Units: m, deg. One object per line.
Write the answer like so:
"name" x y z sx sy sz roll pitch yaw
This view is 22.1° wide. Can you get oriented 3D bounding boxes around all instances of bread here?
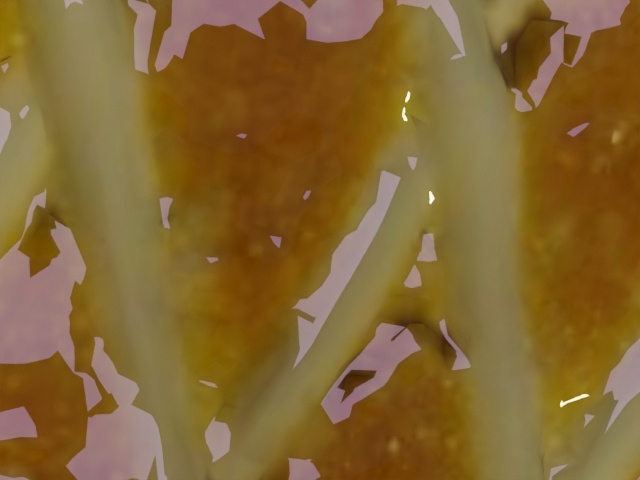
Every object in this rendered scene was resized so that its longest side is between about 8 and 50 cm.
"bread" 0.000 0.000 0.516 0.371 0.279 0.390 10 99 -14
